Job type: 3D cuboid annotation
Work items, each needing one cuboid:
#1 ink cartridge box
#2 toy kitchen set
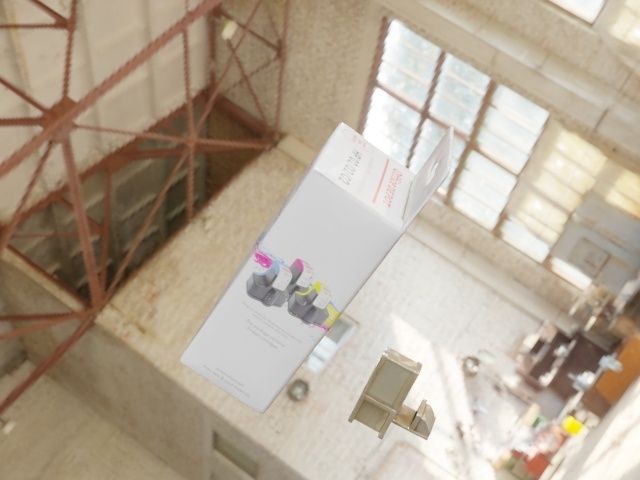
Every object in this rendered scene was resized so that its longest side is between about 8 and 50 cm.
[{"bbox_3d":[0.000,0.000,0.545,0.181,0.061,0.104,-53,5,22],"label":"ink cartridge box"},{"bbox_3d":[0.077,0.121,0.785,0.075,0.068,0.083,-65,-6,27],"label":"toy kitchen set"}]
